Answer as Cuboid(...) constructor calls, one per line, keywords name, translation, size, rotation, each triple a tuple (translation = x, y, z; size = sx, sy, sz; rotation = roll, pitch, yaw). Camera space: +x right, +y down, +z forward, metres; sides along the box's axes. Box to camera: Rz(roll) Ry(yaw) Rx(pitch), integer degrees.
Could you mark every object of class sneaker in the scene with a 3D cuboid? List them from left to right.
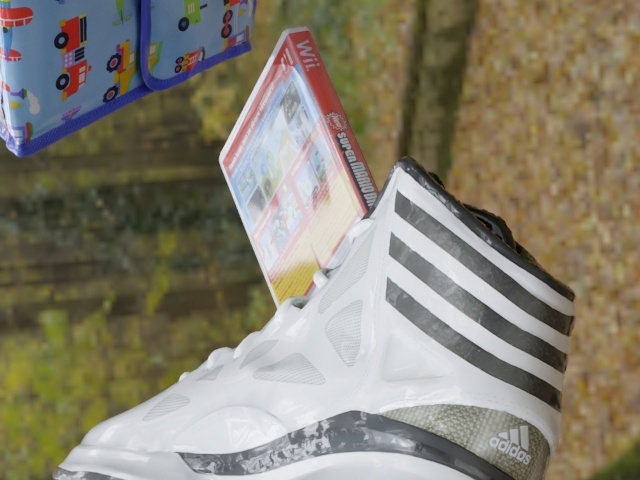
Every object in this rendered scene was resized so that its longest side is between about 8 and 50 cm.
Cuboid(name="sneaker", translation=(0.009, 0.094, 1.127), size=(0.447, 0.169, 0.257), rotation=(-9, 50, 53))

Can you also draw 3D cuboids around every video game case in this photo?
Cuboid(name="video game case", translation=(0.000, 0.000, 1.403), size=(0.285, 0.025, 0.204), rotation=(67, 152, 21))

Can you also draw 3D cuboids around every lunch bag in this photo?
Cuboid(name="lunch bag", translation=(-0.158, -0.227, 1.379), size=(0.138, 0.293, 0.221), rotation=(32, 133, 40))
